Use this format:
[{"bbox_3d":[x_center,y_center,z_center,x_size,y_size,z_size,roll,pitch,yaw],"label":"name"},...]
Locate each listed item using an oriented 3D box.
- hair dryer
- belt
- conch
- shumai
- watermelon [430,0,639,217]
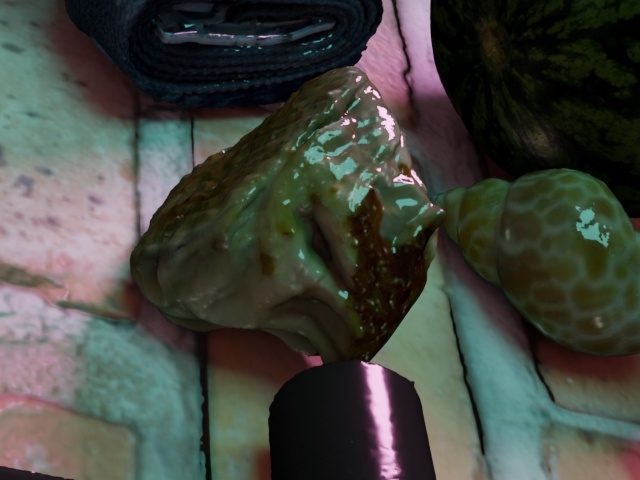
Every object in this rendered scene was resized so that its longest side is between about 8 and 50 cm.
[{"bbox_3d":[-0.055,0.137,0.706,0.251,0.089,0.197,12,41,-15],"label":"hair dryer"},{"bbox_3d":[-0.072,-0.168,1.005,0.218,0.122,0.128,-10,44,-42],"label":"belt"},{"bbox_3d":[0.166,0.017,0.981,0.173,0.106,0.116,37,26,-17],"label":"conch"},{"bbox_3d":[0.001,-0.003,0.863,0.142,0.184,0.184,51,34,-14],"label":"shumai"},{"bbox_3d":[0.219,-0.156,1.065,0.285,0.285,0.285,19,38,-16],"label":"watermelon"}]
